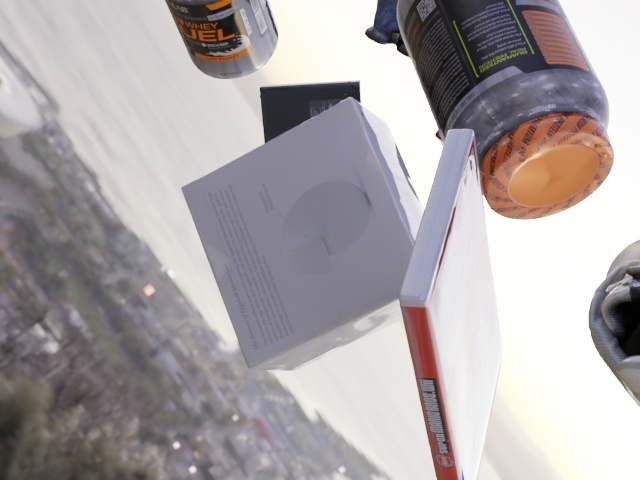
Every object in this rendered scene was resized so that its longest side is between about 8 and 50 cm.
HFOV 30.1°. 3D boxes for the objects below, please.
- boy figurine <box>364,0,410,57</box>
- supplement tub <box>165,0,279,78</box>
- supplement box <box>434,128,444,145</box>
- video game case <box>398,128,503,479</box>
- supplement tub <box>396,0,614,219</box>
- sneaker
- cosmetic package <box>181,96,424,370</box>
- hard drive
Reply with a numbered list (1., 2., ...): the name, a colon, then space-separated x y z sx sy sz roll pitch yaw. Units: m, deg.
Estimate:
1. boy figurine: 0.153 -0.415 1.740 0.177 0.285 0.092 25 25 10
2. supplement tub: -0.122 -0.287 1.395 0.117 0.117 0.190 57 -6 32
3. supplement box: 0.215 -0.142 1.739 0.083 0.043 0.055 35 2 20
4. video game case: 0.119 0.076 1.027 0.204 0.025 0.285 -69 154 -43
5. supplement tub: 0.219 -0.191 1.410 0.193 0.193 0.316 51 19 -52
6. sneaker: 0.230 0.049 0.786 0.118 0.110 0.292 36 16 -9
7. cosmetic package: 0.000 0.000 1.328 0.224 0.224 0.138 69 16 15
8. hard drive: -0.011 -0.164 1.594 0.022 0.135 0.094 -75 162 -70
